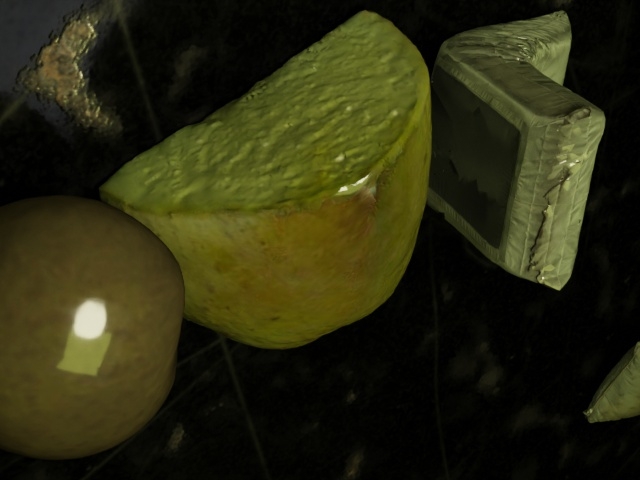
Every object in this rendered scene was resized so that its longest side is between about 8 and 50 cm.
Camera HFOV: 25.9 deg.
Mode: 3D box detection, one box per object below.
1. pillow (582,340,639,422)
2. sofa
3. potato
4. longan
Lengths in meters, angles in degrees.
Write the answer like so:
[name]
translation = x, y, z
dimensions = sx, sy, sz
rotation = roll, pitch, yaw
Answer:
[pillow]
translation = 0.513, 0.168, 1.938
dimensions = 0.303, 0.075, 0.185
rotation = -12, 145, -29
[sofa]
translation = 0.226, -0.097, 1.432
dimensions = 0.176, 0.225, 0.210
rotation = -12, 124, -27
[potato]
translation = 0.000, 0.000, 1.335
dimensions = 0.330, 0.213, 0.280
rotation = -33, 135, -12
[longan]
translation = -0.223, 0.078, 1.211
dimensions = 0.248, 0.248, 0.248
rotation = -20, 131, -26
